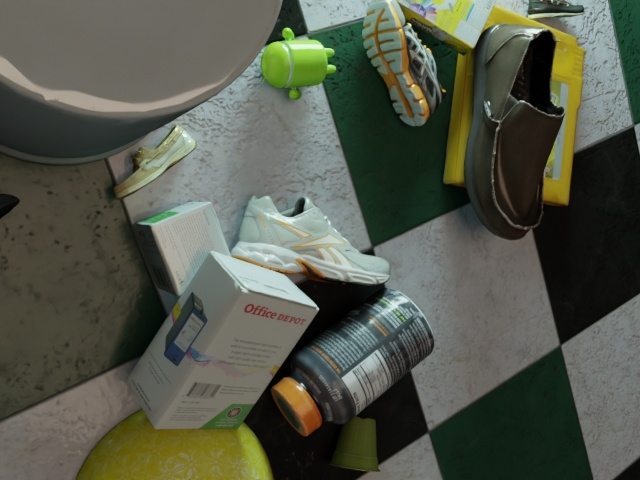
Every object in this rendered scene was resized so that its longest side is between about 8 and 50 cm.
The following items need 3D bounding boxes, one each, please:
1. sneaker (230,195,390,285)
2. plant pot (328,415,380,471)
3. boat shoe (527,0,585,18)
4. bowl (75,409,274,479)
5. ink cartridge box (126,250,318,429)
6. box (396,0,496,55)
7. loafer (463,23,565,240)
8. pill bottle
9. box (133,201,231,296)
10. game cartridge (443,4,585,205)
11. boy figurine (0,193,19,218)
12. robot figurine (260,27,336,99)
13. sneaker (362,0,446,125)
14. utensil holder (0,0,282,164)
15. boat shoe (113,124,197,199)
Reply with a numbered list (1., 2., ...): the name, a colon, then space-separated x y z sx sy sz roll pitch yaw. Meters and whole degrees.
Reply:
1. sneaker: 0.000 0.000 0.951 0.262 0.099 0.121 13 82 -30
2. plant pot: 0.059 0.323 1.013 0.083 0.083 0.079 18 73 -28
3. boat shoe: 0.448 -0.440 1.193 0.133 0.049 0.042 -9 105 -23
4. bowl: -0.172 0.373 0.841 0.289 0.156 0.289 -1 93 -29
5. ink cartridge box: -0.124 0.136 0.825 0.154 0.093 0.212 22 107 -51
6. box: 0.190 -0.396 1.041 0.179 0.043 0.105 28 80 -12
7. loafer: 0.323 -0.182 1.039 0.134 0.130 0.366 -5 94 -29
8. pill bottle: 0.045 0.188 0.963 0.245 0.130 0.130 -33 107 -23
9. box: -0.183 0.009 0.845 0.087 0.101 0.102 -24 104 -26
10. game cartridge: 0.364 -0.241 1.158 0.285 0.052 0.324 7 90 -29
11. boy figurine: -0.474 -0.108 0.673 0.177 0.092 0.285 -38 101 21
12. robot figurine: -0.036 -0.259 0.930 0.115 0.067 0.101 -12 103 -27
13. sneaker: 0.137 -0.295 1.020 0.083 0.084 0.215 -38 118 -25
14. utensil holder: -0.246 -0.247 0.637 0.327 0.385 0.327 -2 94 -29
15. boat shoe: -0.228 -0.106 0.847 0.135 0.050 0.045 -45 109 -30
